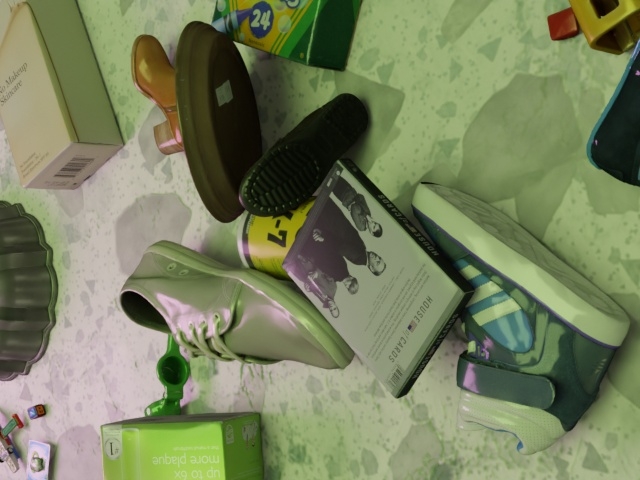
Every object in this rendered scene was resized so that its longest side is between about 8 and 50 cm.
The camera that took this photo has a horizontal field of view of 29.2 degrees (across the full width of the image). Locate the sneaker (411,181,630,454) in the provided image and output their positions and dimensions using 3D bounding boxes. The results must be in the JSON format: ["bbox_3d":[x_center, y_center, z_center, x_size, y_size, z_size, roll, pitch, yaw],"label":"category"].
[{"bbox_3d":[0.185,0.104,1.455,0.323,0.130,0.236,40,111,29],"label":"sneaker"}]

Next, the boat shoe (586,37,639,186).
[{"bbox_3d":[0.383,-0.174,1.316,0.089,0.109,0.258,41,132,27],"label":"boat shoe"}]

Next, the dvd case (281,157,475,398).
[{"bbox_3d":[0.062,0.044,1.475,0.239,0.029,0.179,48,127,27],"label":"dvd case"}]

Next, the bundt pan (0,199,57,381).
[{"bbox_3d":[-0.613,0.091,2.180,0.330,0.124,0.331,1,91,43],"label":"bundt pan"}]

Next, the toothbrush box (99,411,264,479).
[{"bbox_3d":[-0.193,0.396,1.769,0.206,0.122,0.283,-5,88,24],"label":"toothbrush box"}]

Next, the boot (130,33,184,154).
[{"bbox_3d":[-0.200,-0.236,1.847,0.152,0.073,0.197,-18,90,42],"label":"boot"}]

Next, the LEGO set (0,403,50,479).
[{"bbox_3d":[-0.535,0.398,2.176,0.182,0.060,0.244,9,97,29],"label":"LEGO set"}]

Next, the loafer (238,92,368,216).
[{"bbox_3d":[-0.026,-0.107,1.633,0.080,0.220,0.078,54,157,-12],"label":"loafer"}]

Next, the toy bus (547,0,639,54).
[{"bbox_3d":[0.311,-0.308,1.360,0.202,0.104,0.191,23,105,41],"label":"toy bus"}]

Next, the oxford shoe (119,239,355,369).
[{"bbox_3d":[-0.126,0.113,1.700,0.449,0.169,0.130,16,58,46],"label":"oxford shoe"}]

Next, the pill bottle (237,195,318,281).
[{"bbox_3d":[0.000,0.000,1.631,0.208,0.119,0.119,5,93,41],"label":"pill bottle"}]

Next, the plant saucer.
[{"bbox_3d":[-0.132,-0.162,1.672,0.041,0.278,0.278,-7,84,14],"label":"plant saucer"}]

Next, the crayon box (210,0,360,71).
[{"bbox_3d":[-0.026,-0.414,1.680,0.203,0.083,0.323,24,105,39],"label":"crayon box"}]

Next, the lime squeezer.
[{"bbox_3d":[-0.240,0.217,1.903,0.110,0.058,0.310,-127,50,-65],"label":"lime squeezer"}]

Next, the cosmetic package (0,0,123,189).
[{"bbox_3d":[-0.453,-0.255,2.045,0.160,0.113,0.309,-36,68,36],"label":"cosmetic package"}]
